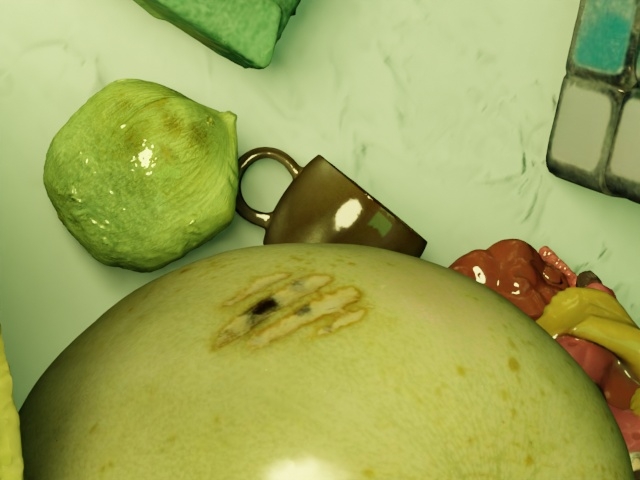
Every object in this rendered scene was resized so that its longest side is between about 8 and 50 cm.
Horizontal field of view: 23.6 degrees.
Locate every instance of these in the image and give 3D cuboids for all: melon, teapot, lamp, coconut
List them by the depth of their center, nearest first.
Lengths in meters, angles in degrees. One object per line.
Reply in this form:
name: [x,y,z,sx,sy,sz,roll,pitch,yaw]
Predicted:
melon: [-0.018,0.136,0.669,0.268,0.330,0.268,6,78,-29]
coconut: [-0.079,-0.032,0.716,0.096,0.088,0.088,-39,120,-8]
lamp: [0.138,0.100,0.778,0.118,0.253,0.118,-15,128,-20]
teapot: [0.000,0.000,0.779,0.121,0.076,0.068,39,93,-6]

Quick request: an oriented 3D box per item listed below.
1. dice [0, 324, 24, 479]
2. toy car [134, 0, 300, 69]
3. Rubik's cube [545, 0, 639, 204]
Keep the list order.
dice: [-0.248,0.043,0.547,0.227,0.238,0.233,-16,112,-26]
toy car: [-0.109,-0.205,0.635,0.320,0.097,0.141,31,88,-33]
Rubik's cube: [0.334,-0.127,0.802,0.293,0.287,0.292,4,102,-31]
